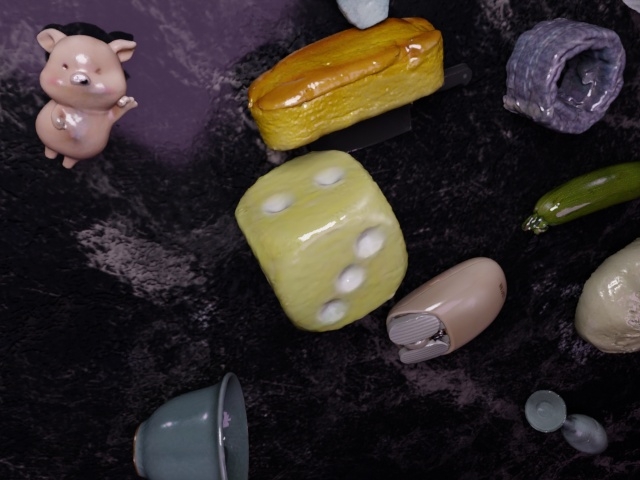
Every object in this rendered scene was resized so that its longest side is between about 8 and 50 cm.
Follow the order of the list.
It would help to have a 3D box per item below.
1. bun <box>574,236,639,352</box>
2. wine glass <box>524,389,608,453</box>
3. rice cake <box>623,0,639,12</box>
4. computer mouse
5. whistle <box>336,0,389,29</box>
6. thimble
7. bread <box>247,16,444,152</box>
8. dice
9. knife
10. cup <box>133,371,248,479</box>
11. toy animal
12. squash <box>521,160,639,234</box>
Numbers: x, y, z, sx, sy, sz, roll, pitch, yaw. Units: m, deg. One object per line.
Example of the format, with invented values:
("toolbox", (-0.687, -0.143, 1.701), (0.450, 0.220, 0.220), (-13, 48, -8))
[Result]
("bun", (0.675, 0.132, 1.095), (0.286, 0.146, 0.288), (-11, 125, -16))
("wine glass", (0.681, 0.461, 1.252), (0.309, 0.264, 0.096), (33, 67, -36))
("rice cake", (0.462, -0.478, 0.650), (0.056, 0.073, 0.365), (-14, 125, -20))
("computer mouse", (0.227, 0.125, 0.925), (0.236, 0.082, 0.145), (-30, 129, -6))
("whistle", (0.019, -0.323, 0.535), (0.122, 0.123, 0.223), (-34, 141, -1))
("thimble", (0.338, -0.229, 0.737), (0.149, 0.098, 0.150), (-12, 124, -18))
("bread", (0.033, -0.188, 0.621), (0.245, 0.102, 0.095), (-23, 128, -8))
("dice", (0.000, 0.000, 0.681), (0.169, 0.169, 0.166), (-28, 128, -5))
("knife", (0.097, -0.173, 0.715), (0.245, 0.019, 0.072), (-22, 129, -7))
("cup", (-0.200, 0.311, 0.803), (0.149, 0.199, 0.199), (-7, 125, 0))
("toy animal", (-0.249, -0.145, 0.540), (0.083, 0.089, 0.150), (5, 117, -50))
("squash", (0.491, -0.090, 0.915), (0.318, 0.080, 0.071), (-19, 89, -14))
